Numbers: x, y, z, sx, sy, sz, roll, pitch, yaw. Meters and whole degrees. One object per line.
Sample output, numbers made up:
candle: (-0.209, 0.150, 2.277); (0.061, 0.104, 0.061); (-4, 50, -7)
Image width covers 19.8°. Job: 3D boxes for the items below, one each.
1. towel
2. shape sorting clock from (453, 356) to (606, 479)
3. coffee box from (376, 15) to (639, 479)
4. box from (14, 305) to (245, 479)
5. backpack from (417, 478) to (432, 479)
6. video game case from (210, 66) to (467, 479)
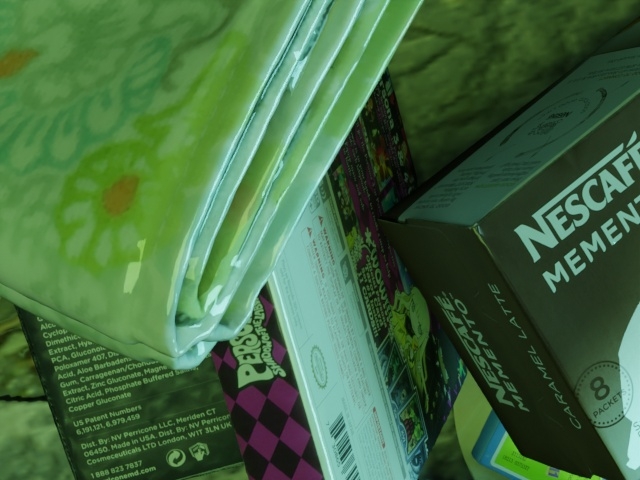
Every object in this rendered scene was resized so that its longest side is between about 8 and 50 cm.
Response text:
towel: (-0.116, -0.159, 0.680); (0.374, 0.090, 0.320); (25, 80, 25)
shape sorting clock: (0.170, 0.076, 0.925); (0.206, 0.040, 0.206); (1, 101, 7)
coffee box: (0.168, -0.024, 0.817); (0.246, 0.098, 0.141); (-37, 106, -17)
box: (-0.081, 0.010, 0.831); (0.093, 0.156, 0.158); (-16, 108, 3)
backpack: (0.059, 0.212, 0.906); (0.115, 0.152, 0.182); (18, 95, 24)
video game case: (0.000, 0.000, 0.802); (0.042, 0.210, 0.232); (-9, 107, 21)
